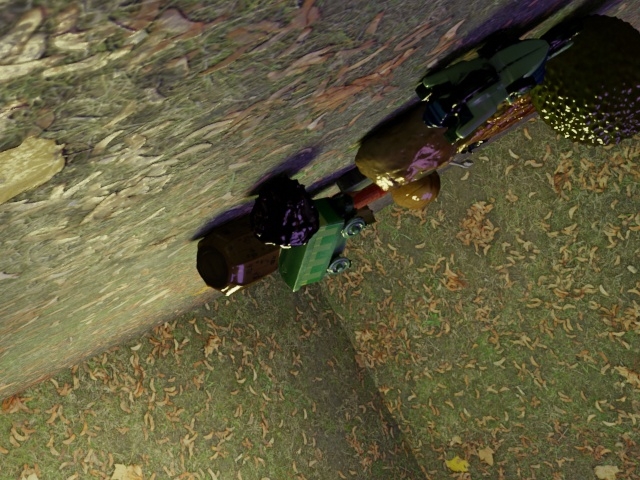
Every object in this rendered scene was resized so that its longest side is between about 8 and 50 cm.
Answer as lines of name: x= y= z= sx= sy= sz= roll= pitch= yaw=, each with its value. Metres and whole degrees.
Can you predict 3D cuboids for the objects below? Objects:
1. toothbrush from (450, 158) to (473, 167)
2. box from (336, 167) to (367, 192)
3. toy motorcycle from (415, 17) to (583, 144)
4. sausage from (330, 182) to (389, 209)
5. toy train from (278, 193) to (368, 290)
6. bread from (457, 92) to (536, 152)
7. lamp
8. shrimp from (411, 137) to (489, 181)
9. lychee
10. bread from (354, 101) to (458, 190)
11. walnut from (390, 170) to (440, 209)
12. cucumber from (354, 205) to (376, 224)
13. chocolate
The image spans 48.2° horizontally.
toothbrush: x=0.339 y=-0.219 z=1.955 sx=0.286 sy=0.020 sz=0.025 roll=-1 pitch=152 yaw=-49
box: x=0.183 y=-0.213 z=1.928 sx=0.270 sy=0.045 sz=0.211 roll=-30 pitch=176 yaw=21
toy motorcycle: x=0.324 y=-0.296 z=1.289 sx=0.331 sy=0.125 sz=0.196 roll=-32 pitch=177 yaw=-22
sausage: x=0.154 y=-0.156 z=2.293 sx=0.274 sy=0.074 sz=0.074 roll=-28 pitch=176 yaw=-20
toy train: x=0.000 y=0.000 z=1.953 sx=0.202 sy=0.120 sz=0.300 roll=-14 pitch=144 yaw=-27
bread: x=0.443 y=-0.334 z=1.743 sx=0.185 sy=0.114 sz=0.275 roll=-27 pitch=174 yaw=-42
lamp: x=-0.189 y=0.035 z=1.661 sx=0.161 sy=0.161 sz=0.185 roll=-32 pitch=177 yaw=41
shrimp: x=0.349 y=-0.266 z=2.117 sx=0.446 sy=0.110 sz=0.221 roll=-28 pitch=-175 yaw=46
lychee: x=0.568 y=-0.334 z=1.493 sx=0.270 sy=0.320 sz=0.269 roll=-16 pitch=129 yaw=-21
bread: x=0.198 y=-0.198 z=1.541 sx=0.245 sy=0.134 sz=0.244 roll=-29 pitch=180 yaw=0
walnut: x=0.344 y=-0.195 z=2.594 sx=0.167 sy=0.167 sz=0.207 roll=-27 pitch=179 yaw=-26
cucumber: x=0.027 y=-0.055 z=2.328 sx=0.325 sy=0.145 sz=0.105 roll=-21 pitch=165 yaw=-39
chocolate: x=-0.067 y=-0.077 z=1.431 sx=0.156 sy=0.156 sz=0.133 roll=-28 pitch=149 yaw=-26
